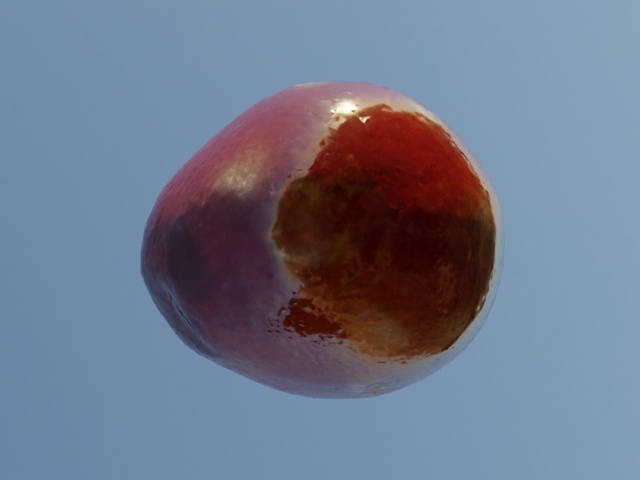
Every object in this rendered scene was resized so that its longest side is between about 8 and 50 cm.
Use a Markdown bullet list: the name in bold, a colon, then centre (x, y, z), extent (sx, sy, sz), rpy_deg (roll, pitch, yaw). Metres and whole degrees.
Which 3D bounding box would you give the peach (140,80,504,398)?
- **peach**: centre (0.000, 0.000, 1.244), extent (0.243, 0.243, 0.199), rpy_deg (17, -112, -56)
